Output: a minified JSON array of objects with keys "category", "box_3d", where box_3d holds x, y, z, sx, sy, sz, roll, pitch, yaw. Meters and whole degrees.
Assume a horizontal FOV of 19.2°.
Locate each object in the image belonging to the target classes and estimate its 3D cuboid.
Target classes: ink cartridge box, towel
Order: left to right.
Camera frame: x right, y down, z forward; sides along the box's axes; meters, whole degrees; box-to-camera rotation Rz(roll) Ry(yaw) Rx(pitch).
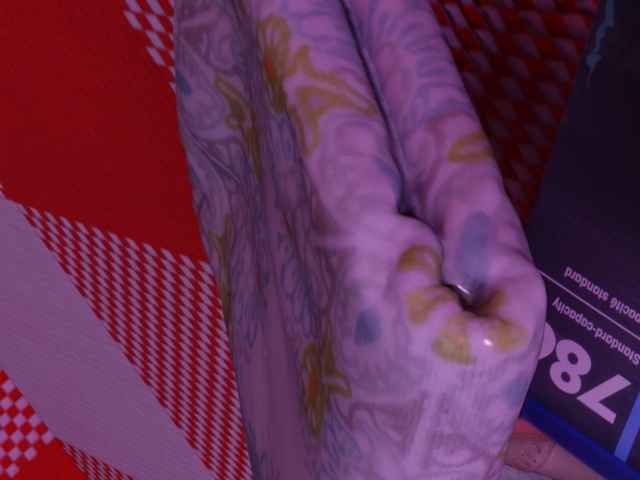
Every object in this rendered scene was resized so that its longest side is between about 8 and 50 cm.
[{"category":"towel","box_3d":[0.000,0.000,0.919,0.320,0.090,0.374,94,162,-51]},{"category":"ink cartridge box","box_3d":[0.166,0.011,0.767,0.165,0.065,0.332,34,133,27]}]

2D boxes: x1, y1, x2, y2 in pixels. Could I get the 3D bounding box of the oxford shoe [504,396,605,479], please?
[{"category":"oxford shoe","box_3d":[0.161,0.097,1.009,0.146,0.140,0.397,53,159,-25]}]
